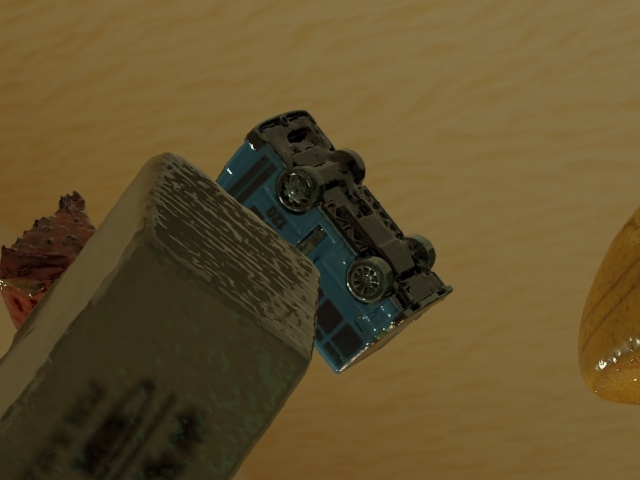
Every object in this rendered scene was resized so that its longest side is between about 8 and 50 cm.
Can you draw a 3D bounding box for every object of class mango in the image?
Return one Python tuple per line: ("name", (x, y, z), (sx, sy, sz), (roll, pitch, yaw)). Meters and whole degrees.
("mango", (0.364, 0.032, 1.620), (0.201, 0.350, 0.199), (41, -142, -8))

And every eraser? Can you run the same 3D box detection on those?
("eraser", (-0.126, 0.125, 0.846), (0.111, 0.077, 0.352), (39, -101, -18))

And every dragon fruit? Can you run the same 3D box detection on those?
("dragon fruit", (-0.140, 0.044, 1.082), (0.097, 0.063, 0.131), (-55, -27, -50))

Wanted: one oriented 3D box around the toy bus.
("toy bus", (0.000, 0.000, 1.373), (0.184, 0.106, 0.090), (52, -147, 9))
